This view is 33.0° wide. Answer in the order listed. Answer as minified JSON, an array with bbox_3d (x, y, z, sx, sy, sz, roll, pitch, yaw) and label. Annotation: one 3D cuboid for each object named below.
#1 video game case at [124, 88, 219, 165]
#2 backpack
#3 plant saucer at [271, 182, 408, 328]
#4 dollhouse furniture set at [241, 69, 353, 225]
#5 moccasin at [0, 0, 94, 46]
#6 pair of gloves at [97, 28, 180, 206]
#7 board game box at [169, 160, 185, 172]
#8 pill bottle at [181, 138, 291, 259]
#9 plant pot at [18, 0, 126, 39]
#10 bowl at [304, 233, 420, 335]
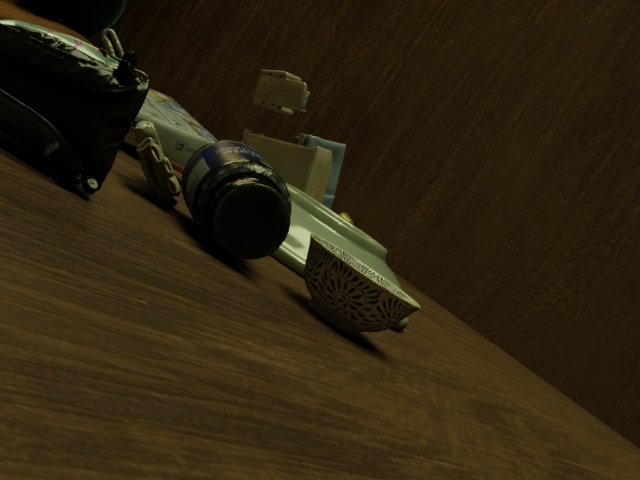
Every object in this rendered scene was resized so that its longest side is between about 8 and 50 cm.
[{"bbox_3d":[-0.321,-0.218,1.817,0.244,0.061,0.269,19,14,-34],"label":"video game case"},{"bbox_3d":[-0.283,-0.146,1.096,0.182,0.152,0.115,26,-6,-19],"label":"backpack"},{"bbox_3d":[0.000,0.000,1.819,0.400,0.101,0.400,34,3,-2],"label":"plant saucer"},{"bbox_3d":[0.012,-0.154,2.150,0.198,0.287,0.303,18,4,39],"label":"dollhouse furniture set"},{"bbox_3d":[-0.384,-0.224,1.248,0.147,0.139,0.380,45,17,20],"label":"moccasin"},{"bbox_3d":[-0.244,-0.157,1.434,0.204,0.042,0.240,-147,-146,-78],"label":"pair of gloves"},{"bbox_3d":[-0.293,-0.168,2.007,0.145,0.027,0.281,38,6,39],"label":"board game box"},{"bbox_3d":[-0.104,-0.050,1.363,0.122,0.123,0.219,32,6,-20],"label":"pill bottle"},{"bbox_3d":[-0.401,-0.395,1.340,0.293,0.293,0.235,25,54,-68],"label":"plant pot"},{"bbox_3d":[0.037,0.070,1.385,0.170,0.080,0.170,34,3,-2],"label":"bowl"}]
